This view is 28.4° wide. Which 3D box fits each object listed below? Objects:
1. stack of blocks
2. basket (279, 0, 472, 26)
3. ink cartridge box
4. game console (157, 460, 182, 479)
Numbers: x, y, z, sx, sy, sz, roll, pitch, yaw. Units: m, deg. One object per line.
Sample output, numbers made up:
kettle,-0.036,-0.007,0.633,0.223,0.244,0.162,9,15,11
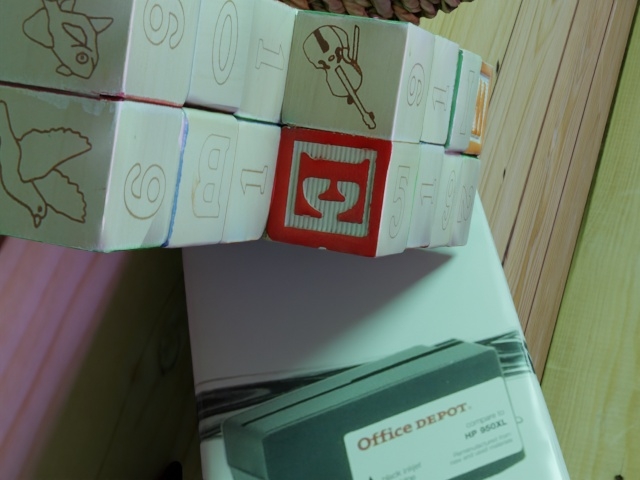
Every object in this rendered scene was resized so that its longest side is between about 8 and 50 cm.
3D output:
stack of blocks,-0.047,-0.050,0.486,0.297,0.171,0.087,-4,103,-72
basket,-0.004,-0.242,0.643,0.299,0.223,0.213,37,32,-71
ink cartridge box,0.040,0.177,0.652,0.285,0.166,0.394,80,-1,-49
game console,-0.075,0.220,0.708,0.085,0.124,0.144,-19,121,-40
